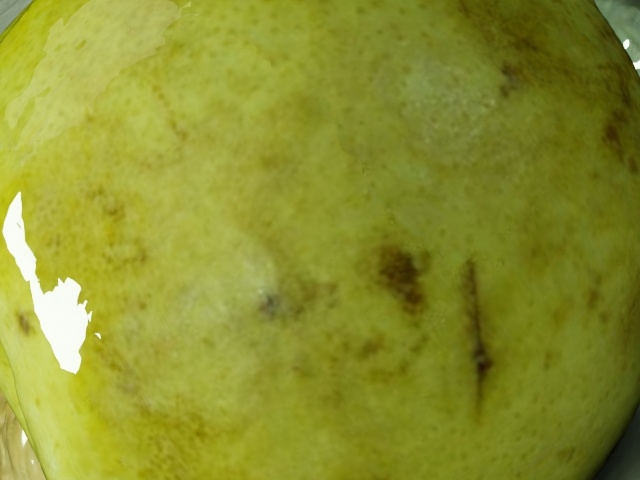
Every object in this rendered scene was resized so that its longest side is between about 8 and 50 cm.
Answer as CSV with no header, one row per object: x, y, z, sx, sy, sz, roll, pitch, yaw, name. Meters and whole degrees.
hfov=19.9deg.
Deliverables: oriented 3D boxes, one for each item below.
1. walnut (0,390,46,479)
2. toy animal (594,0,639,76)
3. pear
-0.151,0.162,1.439,0.257,0.257,0.224,-49,-28,-48,walnut
0.219,-0.123,1.284,0.125,0.127,0.251,-57,-16,23,toy animal
0.000,0.000,0.736,0.304,0.304,0.304,-46,3,3,pear
